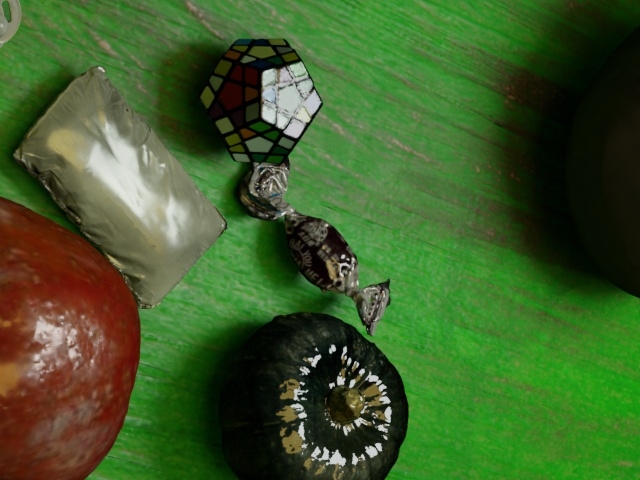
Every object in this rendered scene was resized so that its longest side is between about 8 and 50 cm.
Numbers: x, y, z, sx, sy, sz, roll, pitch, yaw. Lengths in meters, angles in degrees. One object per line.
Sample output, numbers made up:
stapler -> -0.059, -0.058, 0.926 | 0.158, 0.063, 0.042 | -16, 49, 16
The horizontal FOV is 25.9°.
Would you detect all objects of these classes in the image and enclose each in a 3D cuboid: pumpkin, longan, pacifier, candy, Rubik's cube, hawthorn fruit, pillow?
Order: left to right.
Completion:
hawthorn fruit -> -0.296, 0.102, 1.199 | 0.284, 0.284, 0.284 | -2, 93, -32
pacifier -> -0.308, -0.197, 1.279 | 0.083, 0.064, 0.068 | -21, 121, -29
pillow -> -0.194, -0.049, 1.366 | 0.128, 0.051, 0.229 | -46, 116, -19
Rubik's cube -> -0.060, -0.142, 1.409 | 0.112, 0.133, 0.133 | -31, 110, 0
pumpkin -> -0.005, 0.177, 1.435 | 0.211, 0.152, 0.212 | -1, 91, -42
candy -> 0.000, 0.000, 1.466 | 0.094, 0.051, 0.226 | -40, 96, -30
longan -> 0.474, -0.110, 1.627 | 0.404, 0.336, 0.404 | -35, 147, -27
